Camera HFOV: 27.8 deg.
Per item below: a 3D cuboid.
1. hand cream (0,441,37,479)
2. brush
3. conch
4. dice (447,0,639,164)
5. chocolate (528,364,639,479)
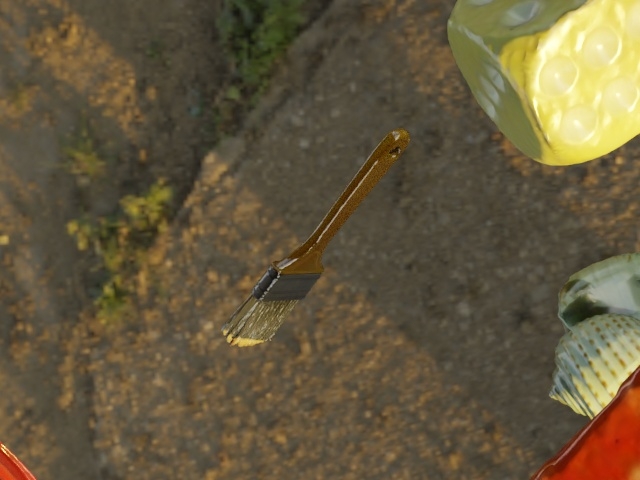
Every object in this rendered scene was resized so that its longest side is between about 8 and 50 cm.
[{"bbox_3d":[-0.233,0.207,0.704,0.149,0.230,0.230,-37,66,8],"label":"hand cream"},{"bbox_3d":[0.000,0.000,0.738,0.170,0.043,0.014,-52,60,28],"label":"brush"},{"bbox_3d":[0.315,0.110,1.247,0.172,0.200,0.131,-106,9,-56],"label":"conch"},{"bbox_3d":[0.239,-0.188,1.275,0.166,0.169,0.169,56,176,-33],"label":"dice"},{"bbox_3d":[0.208,0.130,0.639,0.235,0.237,0.108,-51,54,17],"label":"chocolate"}]
